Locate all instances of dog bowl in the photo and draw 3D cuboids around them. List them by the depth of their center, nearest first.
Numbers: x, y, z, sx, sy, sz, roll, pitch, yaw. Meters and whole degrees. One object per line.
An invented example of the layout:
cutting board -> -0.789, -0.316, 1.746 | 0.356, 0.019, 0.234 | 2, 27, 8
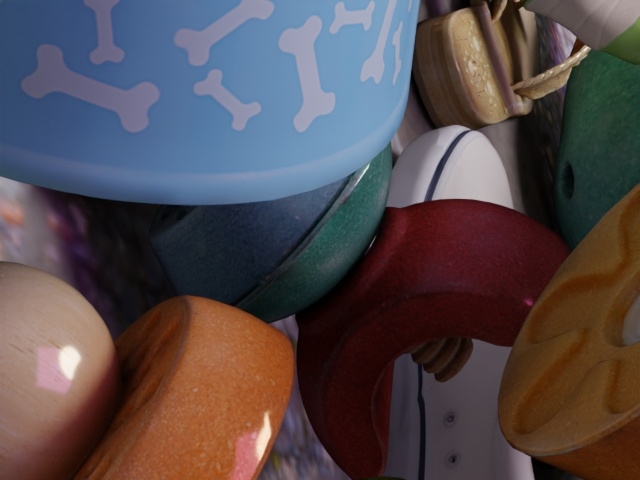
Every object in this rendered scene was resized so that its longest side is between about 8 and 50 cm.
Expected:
dog bowl -> -0.035, -0.119, 0.481 | 0.297, 0.165, 0.074 | -66, 175, -57

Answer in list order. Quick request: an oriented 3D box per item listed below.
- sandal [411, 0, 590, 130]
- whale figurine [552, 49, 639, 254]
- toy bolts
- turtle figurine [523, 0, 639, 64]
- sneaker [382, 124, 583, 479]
sandal -> 0.119, -0.110, 0.950 | 0.088, 0.079, 0.240 | 70, 23, -10
whale figurine -> 0.186, -0.079, 1.021 | 0.216, 0.141, 0.272 | 111, -32, -55
toy bolts -> 0.000, 0.000, 0.481 | 0.158, 0.218, 0.228 | 40, 17, -14
turtle figurine -> 0.243, -0.091, 0.825 | 0.266, 0.275, 0.198 | 36, 46, 1
sneaker -> 0.077, 0.055, 0.727 | 0.094, 0.091, 0.258 | 49, 33, -45
